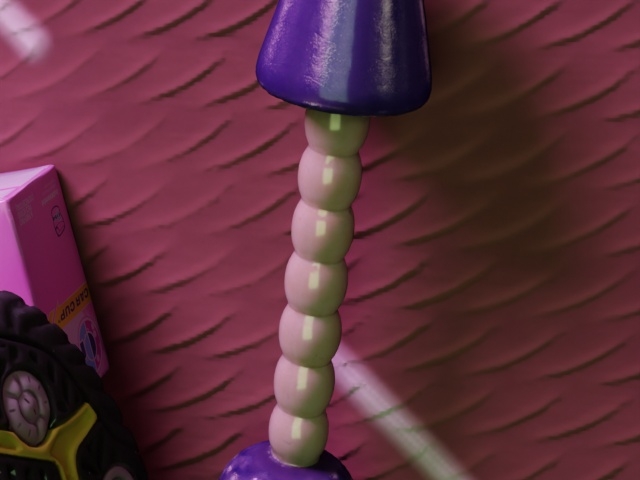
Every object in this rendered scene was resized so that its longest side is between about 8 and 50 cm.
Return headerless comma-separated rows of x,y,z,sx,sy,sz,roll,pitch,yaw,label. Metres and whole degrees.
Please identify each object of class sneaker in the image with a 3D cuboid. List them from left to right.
-0.147,0.191,0.863,0.147,0.145,0.385,-3,121,21,sneaker

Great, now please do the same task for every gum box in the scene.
-0.210,0.036,0.904,0.188,0.062,0.107,-9,106,17,gum box

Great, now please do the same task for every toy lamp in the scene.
0.000,0.000,0.829,0.080,0.080,0.275,14,113,11,toy lamp
